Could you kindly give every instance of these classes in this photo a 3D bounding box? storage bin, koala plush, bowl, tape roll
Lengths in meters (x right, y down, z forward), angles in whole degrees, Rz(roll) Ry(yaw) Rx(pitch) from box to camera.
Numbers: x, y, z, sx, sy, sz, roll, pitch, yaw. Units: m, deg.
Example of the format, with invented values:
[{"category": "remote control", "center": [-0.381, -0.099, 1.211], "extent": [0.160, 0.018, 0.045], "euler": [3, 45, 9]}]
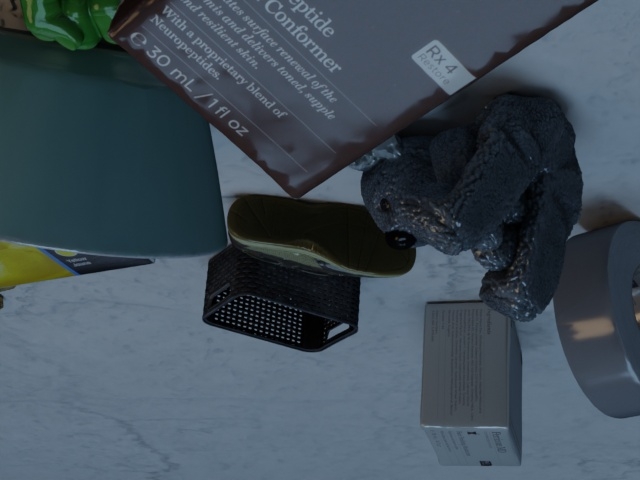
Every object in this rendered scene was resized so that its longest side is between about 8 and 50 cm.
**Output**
[{"category": "storage bin", "center": [-0.049, 0.071, 1.564], "extent": [0.180, 0.084, 0.122], "euler": [17, 150, -27]}, {"category": "koala plush", "center": [0.130, -0.052, 1.230], "extent": [0.221, 0.203, 0.196], "euler": [7, 154, 47]}, {"category": "bowl", "center": [-0.223, -0.096, 1.082], "extent": [0.311, 0.163, 0.311], "euler": [10, -171, -2]}, {"category": "tape roll", "center": [0.352, 0.090, 1.391], "extent": [0.072, 0.219, 0.219], "euler": [-20, 145, 37]}]

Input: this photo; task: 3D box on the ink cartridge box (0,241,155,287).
[{"category": "ink cartridge box", "center": [-0.391, -0.039, 1.410], "extent": [0.303, 0.072, 0.307], "euler": [-8, 153, 23]}]

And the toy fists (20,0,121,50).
[{"category": "toy fists", "center": [-0.239, -0.221, 0.941], "extent": [0.279, 0.096, 0.142], "euler": [7, 135, -8]}]

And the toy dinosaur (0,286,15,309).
[{"category": "toy dinosaur", "center": [-0.460, 0.062, 1.660], "extent": [0.092, 0.053, 0.183], "euler": [-3, 165, -21]}]

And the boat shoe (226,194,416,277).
[{"category": "boat shoe", "center": [-0.001, 0.001, 1.430], "extent": [0.223, 0.080, 0.073], "euler": [12, 159, -3]}]

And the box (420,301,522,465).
[{"category": "box", "center": [0.211, 0.201, 1.678], "extent": [0.119, 0.182, 0.181], "euler": [-3, 153, 14]}]

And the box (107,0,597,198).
[{"category": "box", "center": [0.062, -0.207, 0.793], "extent": [0.381, 0.143, 0.191], "euler": [-34, 119, 31]}]
